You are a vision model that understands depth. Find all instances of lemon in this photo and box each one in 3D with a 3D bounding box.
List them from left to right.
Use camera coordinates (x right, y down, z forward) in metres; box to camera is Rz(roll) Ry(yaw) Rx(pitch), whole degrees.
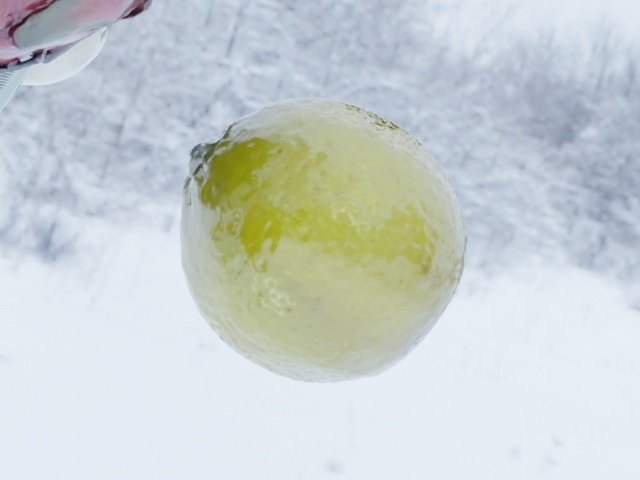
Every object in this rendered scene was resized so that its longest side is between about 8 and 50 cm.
[{"bbox_3d":[0.001,0.001,1.497,0.293,0.293,0.293,16,4,-1],"label":"lemon"}]

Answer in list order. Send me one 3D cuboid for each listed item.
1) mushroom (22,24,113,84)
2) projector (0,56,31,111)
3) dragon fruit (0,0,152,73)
[{"bbox_3d":[-0.392,-0.309,1.853,0.353,0.353,0.325,19,-7,34],"label":"mushroom"},{"bbox_3d":[-0.281,-0.244,1.416,0.079,0.259,0.257,18,-23,-19],"label":"projector"},{"bbox_3d":[-0.159,-0.177,0.768,0.193,0.274,0.192,38,-12,-10],"label":"dragon fruit"}]
